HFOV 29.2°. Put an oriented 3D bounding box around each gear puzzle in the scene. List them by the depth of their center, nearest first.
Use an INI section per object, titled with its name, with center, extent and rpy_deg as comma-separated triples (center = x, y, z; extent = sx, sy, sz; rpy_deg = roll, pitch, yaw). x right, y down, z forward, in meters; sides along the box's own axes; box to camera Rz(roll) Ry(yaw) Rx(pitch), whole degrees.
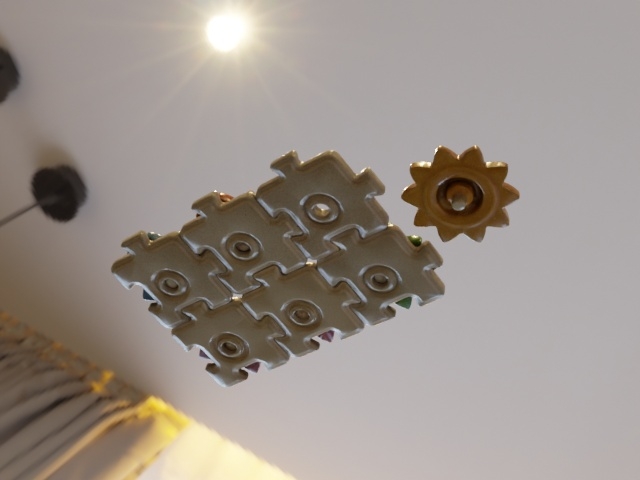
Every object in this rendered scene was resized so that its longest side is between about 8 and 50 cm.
[gear puzzle]
center = 0.000, 0.000, 0.977
extent = 0.339, 0.044, 0.175
rpy_deg = -25, -61, 30
